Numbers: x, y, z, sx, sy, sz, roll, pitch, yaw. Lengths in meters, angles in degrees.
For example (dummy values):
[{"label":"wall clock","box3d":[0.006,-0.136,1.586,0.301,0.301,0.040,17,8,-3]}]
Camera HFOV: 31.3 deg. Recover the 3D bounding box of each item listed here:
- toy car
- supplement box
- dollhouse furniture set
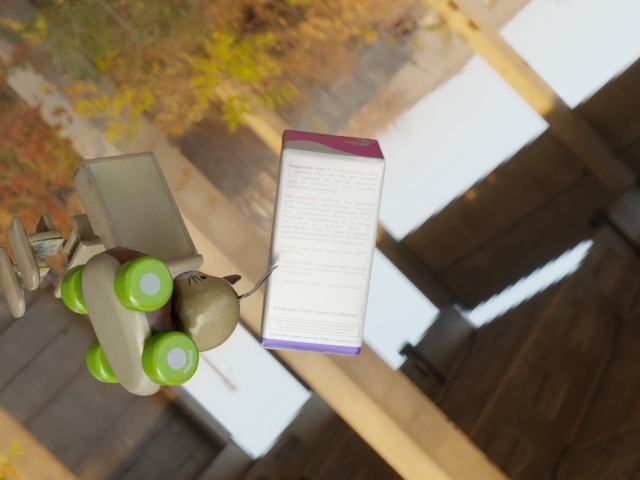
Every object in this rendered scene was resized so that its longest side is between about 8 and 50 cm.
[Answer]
[{"label":"toy car","box3d":[-0.137,0.058,1.158,0.188,0.149,0.155,-24,-170,-35]},{"label":"supplement box","box3d":[0.000,0.000,1.244,0.111,0.114,0.220,-95,-170,-73]},{"label":"dollhouse furniture set","box3d":[-0.265,0.025,1.449,0.212,0.161,0.242,-11,156,-34]}]
